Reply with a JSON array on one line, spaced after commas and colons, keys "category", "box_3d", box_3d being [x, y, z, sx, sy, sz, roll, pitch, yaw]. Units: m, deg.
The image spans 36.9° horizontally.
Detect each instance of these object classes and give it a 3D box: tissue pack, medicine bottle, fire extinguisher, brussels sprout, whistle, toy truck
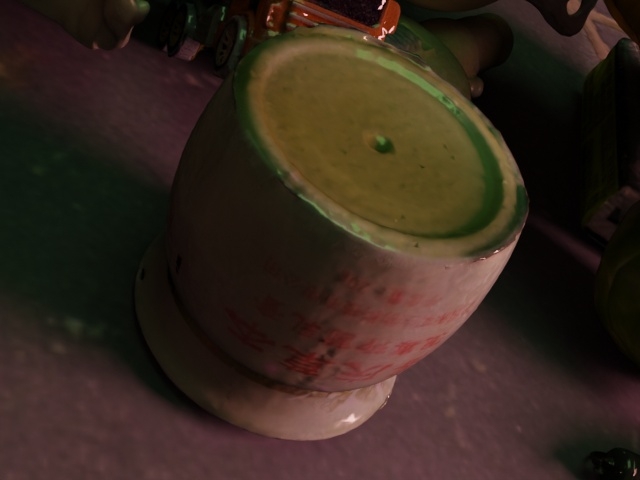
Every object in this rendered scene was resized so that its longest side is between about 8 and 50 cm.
[{"category": "tissue pack", "box_3d": [0.291, -0.049, 0.772, 0.173, 0.073, 0.235, 33, 39, -9]}, {"category": "medicine bottle", "box_3d": [0.000, 0.000, 0.439, 0.147, 0.143, 0.147, 18, 42, -17]}, {"category": "fire extinguisher", "box_3d": [0.183, 0.136, 0.547, 0.083, 0.025, 0.038, 24, 3, -18]}, {"category": "brussels sprout", "box_3d": [0.241, 0.039, 0.613, 0.155, 0.118, 0.155, 50, 23, -30]}, {"category": "whistle", "box_3d": [0.071, -0.127, 0.683, 0.126, 0.067, 0.258, 46, 37, 12]}, {"category": "toy truck", "box_3d": [-0.031, -0.133, 0.545, 0.083, 0.092, 0.192, 16, 10, -27]}]

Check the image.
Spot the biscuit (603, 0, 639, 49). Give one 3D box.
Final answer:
[{"category": "biscuit", "box_3d": [0.266, -0.105, 0.621, 0.329, 0.078, 0.335, 48, 27, -9]}]

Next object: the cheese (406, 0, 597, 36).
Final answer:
[{"category": "cheese", "box_3d": [0.115, -0.209, 0.692, 0.071, 0.163, 0.249, 34, -13, 48]}]

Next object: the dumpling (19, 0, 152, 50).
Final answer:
[{"category": "dumpling", "box_3d": [-0.129, -0.224, 0.515, 0.147, 0.193, 0.258, 1, 41, -31]}]
